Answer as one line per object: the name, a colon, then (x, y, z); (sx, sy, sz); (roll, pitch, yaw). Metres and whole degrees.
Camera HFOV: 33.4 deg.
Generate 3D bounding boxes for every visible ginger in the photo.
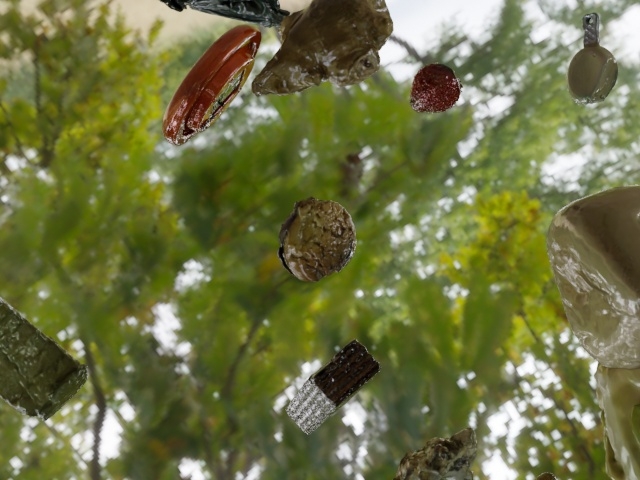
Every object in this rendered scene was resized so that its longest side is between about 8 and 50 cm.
ginger: (0.005, -0.323, 1.798); (0.270, 0.123, 0.219); (-50, -128, 4)

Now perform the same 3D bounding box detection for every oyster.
oyster: (0.138, 0.416, 1.727); (0.201, 0.107, 0.354); (11, 126, -51)

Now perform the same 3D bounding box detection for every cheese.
cheese: (0.353, 0.052, 1.233); (0.117, 0.217, 0.235); (-17, -147, -14)
cheese: (0.509, -0.336, 1.981); (0.048, 0.171, 0.092); (4, -167, -46)

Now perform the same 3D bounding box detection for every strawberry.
strawberry: (0.213, -0.280, 1.997); (0.106, 0.106, 0.106); (-31, -166, 9)

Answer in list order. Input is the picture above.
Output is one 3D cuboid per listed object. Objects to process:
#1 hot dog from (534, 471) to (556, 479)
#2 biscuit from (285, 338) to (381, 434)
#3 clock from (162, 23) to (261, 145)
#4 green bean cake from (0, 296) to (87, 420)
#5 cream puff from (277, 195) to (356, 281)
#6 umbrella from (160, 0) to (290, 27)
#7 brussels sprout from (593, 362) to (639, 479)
hot dog: (0.334, 0.374, 1.510); (0.030, 0.034, 0.090); (-22, -125, -2)
biscuit: (0.016, 0.266, 1.888); (0.107, 0.073, 0.388); (-39, 171, -17)
clock: (-0.151, -0.218, 1.513); (0.205, 0.051, 0.205); (-53, 179, -2)
green bean cake: (-0.509, 0.176, 1.723); (0.124, 0.236, 0.233); (-51, -161, -13)
cream puff: (0.000, 0.000, 1.581); (0.119, 0.133, 0.104); (-9, -141, -40)
umbrella: (-0.166, -0.454, 1.979); (0.143, 0.349, 0.094); (-71, 178, -63)
brussels sprout: (0.503, 0.267, 1.374); (0.344, 0.344, 0.268); (-27, 180, 26)
